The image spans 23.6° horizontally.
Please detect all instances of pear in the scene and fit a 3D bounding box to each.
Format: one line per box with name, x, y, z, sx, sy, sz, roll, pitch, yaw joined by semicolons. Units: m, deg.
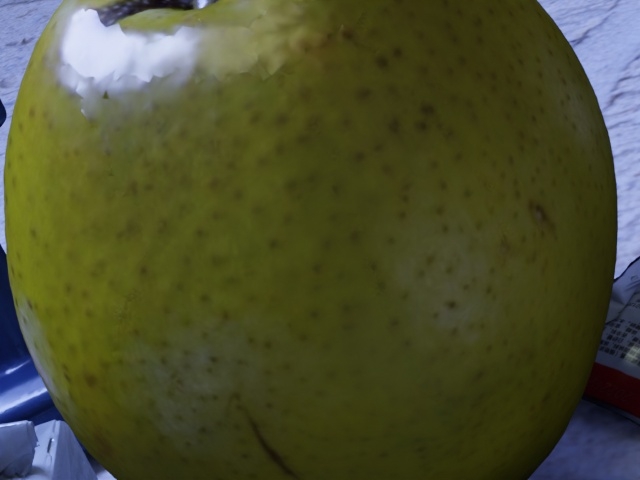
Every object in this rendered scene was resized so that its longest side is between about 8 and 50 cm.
pear;0.000;0.000;0.903;0.362;0.418;0.362;-13;37;10

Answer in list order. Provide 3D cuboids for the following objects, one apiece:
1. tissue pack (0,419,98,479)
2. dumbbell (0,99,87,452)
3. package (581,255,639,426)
tissue pack;-0.273;0.208;1.018;0.229;0.145;0.159;-19;28;7
dumbbell;-0.265;0.021;1.157;0.144;0.325;0.160;-15;21;24
package;0.256;0.039;1.056;0.239;0.030;0.154;-37;31;-26
